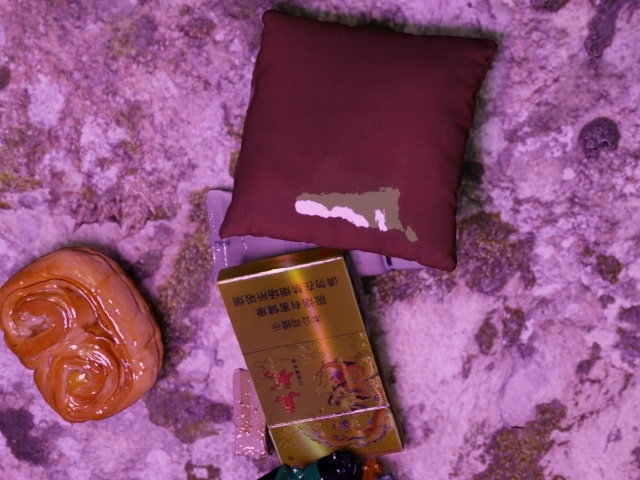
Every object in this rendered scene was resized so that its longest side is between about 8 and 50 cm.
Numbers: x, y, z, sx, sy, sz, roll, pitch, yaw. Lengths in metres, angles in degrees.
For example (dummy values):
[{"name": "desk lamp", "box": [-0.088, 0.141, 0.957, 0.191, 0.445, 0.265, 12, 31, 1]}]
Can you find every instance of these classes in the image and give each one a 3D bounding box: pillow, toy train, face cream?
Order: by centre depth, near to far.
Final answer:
[{"name": "pillow", "box": [0.045, -0.127, 1.682, 0.306, 0.108, 0.307, 10, 81, 11]}, {"name": "face cream", "box": [0.000, 0.000, 1.765, 0.315, 0.089, 0.143, -1, 104, 16]}, {"name": "toy train", "box": [-0.007, 0.352, 1.809, 0.228, 0.091, 0.136, -36, 107, 26]}]

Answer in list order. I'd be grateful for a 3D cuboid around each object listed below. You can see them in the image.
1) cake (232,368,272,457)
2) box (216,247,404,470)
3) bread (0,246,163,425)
[{"name": "cake", "box": [-0.095, 0.237, 1.842, 0.052, 0.065, 0.121, -4, 94, 8]}, {"name": "box", "box": [-0.009, 0.160, 1.772, 0.173, 0.043, 0.311, -11, 116, 12]}, {"name": "bread", "box": [-0.320, 0.124, 1.825, 0.198, 0.120, 0.236, -30, 95, 16]}]
